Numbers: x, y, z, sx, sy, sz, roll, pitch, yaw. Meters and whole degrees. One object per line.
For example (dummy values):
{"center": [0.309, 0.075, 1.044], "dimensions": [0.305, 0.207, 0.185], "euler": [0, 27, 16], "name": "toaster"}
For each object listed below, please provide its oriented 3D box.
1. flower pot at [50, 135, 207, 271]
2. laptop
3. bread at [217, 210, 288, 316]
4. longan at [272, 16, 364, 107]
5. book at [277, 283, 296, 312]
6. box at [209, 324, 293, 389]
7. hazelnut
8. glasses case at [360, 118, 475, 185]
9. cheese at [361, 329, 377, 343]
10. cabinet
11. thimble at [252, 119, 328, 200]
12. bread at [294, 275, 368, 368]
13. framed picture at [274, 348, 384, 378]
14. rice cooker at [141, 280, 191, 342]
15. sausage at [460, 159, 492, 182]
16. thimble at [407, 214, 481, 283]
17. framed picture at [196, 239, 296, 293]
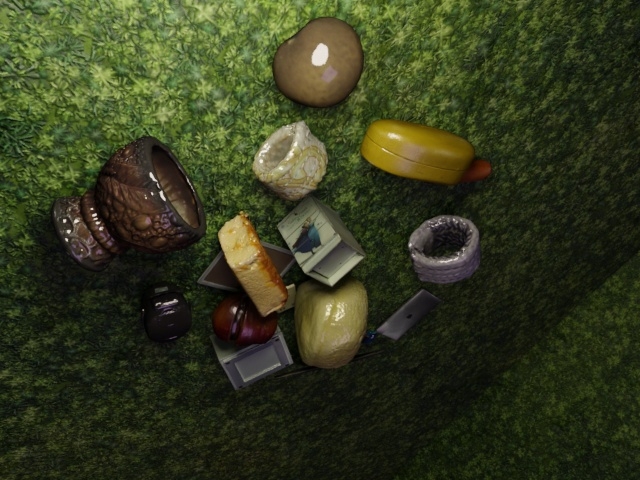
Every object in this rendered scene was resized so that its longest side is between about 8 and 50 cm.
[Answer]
{"center": [-0.437, -0.068, 1.301], "dimensions": [0.267, 0.266, 0.266], "euler": [-24, 141, 6], "name": "flower pot"}
{"center": [0.367, 0.311, 2.379], "dimensions": [0.269, 0.015, 0.188], "euler": [-44, 139, 13], "name": "laptop"}
{"center": [-0.186, 0.074, 1.622], "dimensions": [0.114, 0.184, 0.274], "euler": [-24, 139, -4], "name": "bread"}
{"center": [-0.001, -0.394, 1.292], "dimensions": [0.212, 0.198, 0.198], "euler": [-34, 140, 3], "name": "longan"}
{"center": [-0.119, 0.197, 1.946], "dimensions": [0.077, 0.014, 0.111], "euler": [-22, 140, -15], "name": "book"}
{"center": [-0.233, 0.383, 1.980], "dimensions": [0.225, 0.117, 0.224], "euler": [-25, 140, -10], "name": "box"}
{"center": [-0.234, 0.244, 1.798], "dimensions": [0.204, 0.178, 0.177], "euler": [16, 126, -5], "name": "hazelnut"}
{"center": [0.297, -0.257, 1.634], "dimensions": [0.372, 0.173, 0.141], "euler": [4, 124, -36], "name": "glasses case"}
{"center": [0.088, 0.380, 2.170], "dimensions": [0.217, 0.129, 0.329], "euler": [-20, 167, 37], "name": "cheese"}
{"center": [0.000, 0.000, 1.673], "dimensions": [0.145, 0.206, 0.150], "euler": [-43, 139, 13], "name": "cabinet"}
{"center": [-0.072, -0.205, 1.478], "dimensions": [0.190, 0.137, 0.143], "euler": [-53, 136, 1], "name": "thimble"}
{"center": [0.042, 0.264, 1.900], "dimensions": [0.238, 0.320, 0.320], "euler": [-2, 133, -12], "name": "bread"}
{"center": [0.036, 0.461, 2.137], "dimensions": [0.347, 0.016, 0.265], "euler": [-21, 168, 31], "name": "framed picture"}
{"center": [-0.449, 0.209, 1.661], "dimensions": [0.142, 0.118, 0.203], "euler": [-11, 136, -23], "name": "rice cooker"}
{"center": [0.475, -0.226, 1.860], "dimensions": [0.198, 0.076, 0.076], "euler": [-7, 134, -29], "name": "sausage"}
{"center": [0.432, 0.037, 1.989], "dimensions": [0.246, 0.217, 0.157], "euler": [-20, 140, 6], "name": "thimble"}
{"center": [-0.217, 0.081, 1.762], "dimensions": [0.274, 0.017, 0.217], "euler": [23, 116, -45], "name": "framed picture"}
